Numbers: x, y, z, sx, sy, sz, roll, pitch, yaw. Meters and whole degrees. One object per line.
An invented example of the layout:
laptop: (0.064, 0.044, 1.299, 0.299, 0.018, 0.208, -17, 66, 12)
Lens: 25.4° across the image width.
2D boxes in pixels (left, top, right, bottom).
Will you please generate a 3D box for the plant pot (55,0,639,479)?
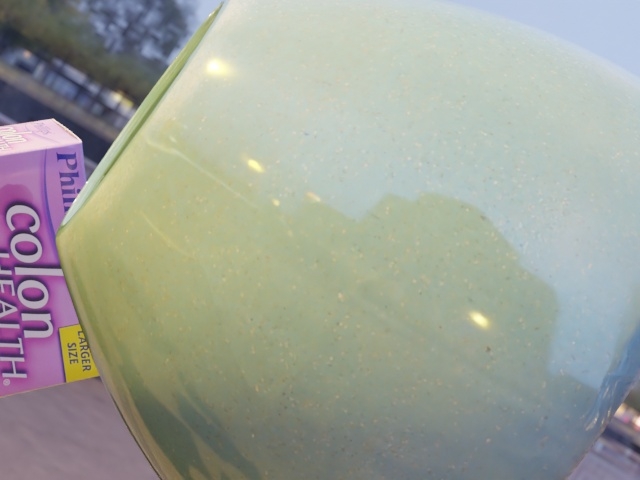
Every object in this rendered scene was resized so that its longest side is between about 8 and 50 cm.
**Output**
plant pot: (0.000, 0.000, 0.635, 0.195, 0.290, 0.290, 36, -1, -11)

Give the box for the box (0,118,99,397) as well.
box: (-0.321, 0.025, 1.214, 0.243, 0.213, 0.117, -11, 18, -21)
